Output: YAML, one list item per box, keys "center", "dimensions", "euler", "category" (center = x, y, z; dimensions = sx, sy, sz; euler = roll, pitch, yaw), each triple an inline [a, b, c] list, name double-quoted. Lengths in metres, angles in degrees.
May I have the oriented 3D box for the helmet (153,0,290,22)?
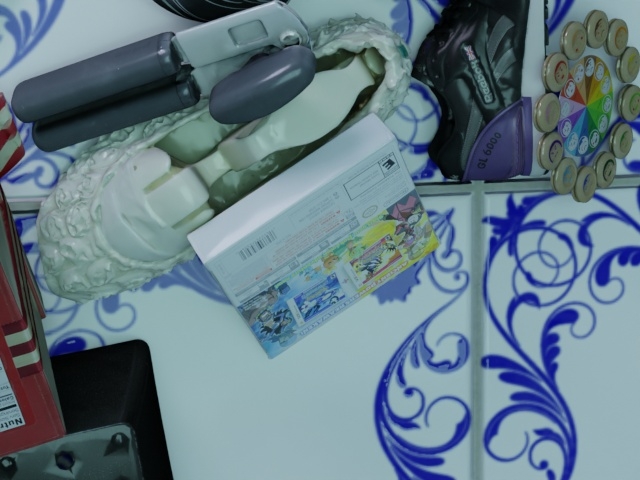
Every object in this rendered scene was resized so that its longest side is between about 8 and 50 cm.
- center: [-0.098, -0.279, 1.298]
  dimensions: [0.161, 0.169, 0.169]
  euler: [19, 96, -30]
  category: "helmet"

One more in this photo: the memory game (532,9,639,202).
- center: [0.260, -0.129, 1.414]
  dimensions: [0.186, 0.012, 0.186]
  euler: [-16, 112, -45]
  category: "memory game"

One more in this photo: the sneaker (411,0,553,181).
- center: [0.146, -0.193, 1.393]
  dimensions: [0.124, 0.107, 0.283]
  euler: [-6, 101, -4]
  category: "sneaker"

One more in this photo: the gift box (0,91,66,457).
- center: [-0.357, 0.026, 1.241]
  dimensions: [0.255, 0.258, 0.276]
  euler: [-14, 125, -10]
  category: "gift box"

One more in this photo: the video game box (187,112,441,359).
- center: [0.000, 0.000, 1.372]
  dimensions: [0.205, 0.048, 0.187]
  euler: [-33, 141, -4]
  category: "video game box"

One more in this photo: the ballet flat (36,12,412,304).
- center: [-0.091, -0.081, 1.349]
  dimensions: [0.409, 0.147, 0.147]
  euler: [-35, 104, -3]
  category: "ballet flat"

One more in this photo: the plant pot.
- center: [-0.227, 0.215, 1.356]
  dimensions: [0.188, 0.167, 0.187]
  euler: [-11, 102, -10]
  category: "plant pot"

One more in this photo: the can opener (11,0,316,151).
- center: [-0.140, -0.132, 1.298]
  dimensions: [0.283, 0.095, 0.076]
  euler: [-17, 131, 15]
  category: "can opener"
